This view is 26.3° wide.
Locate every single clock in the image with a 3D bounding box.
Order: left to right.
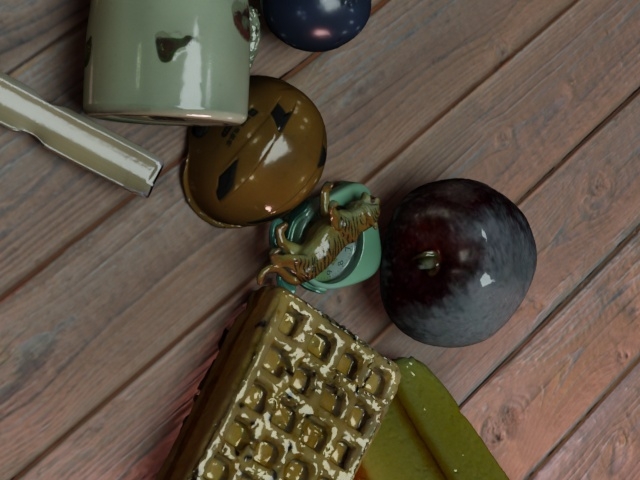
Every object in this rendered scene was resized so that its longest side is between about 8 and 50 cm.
[{"bbox_3d":[-0.013,-0.380,1.873,0.199,0.146,0.243,-9,96,-42],"label":"clock"},{"bbox_3d":[0.001,0.000,1.998,0.188,0.060,0.148,-19,110,-35],"label":"clock"}]

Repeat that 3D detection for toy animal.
[{"bbox_3d":[0.000,-0.003,1.915,0.241,0.056,0.099,-44,128,-26],"label":"toy animal"}]

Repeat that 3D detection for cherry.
[{"bbox_3d":[0.208,0.034,2.069,0.296,0.218,0.255,5,86,-51],"label":"cherry"}]

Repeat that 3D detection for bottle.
[{"bbox_3d":[-0.185,-0.321,1.693,0.229,0.229,0.352,2,93,-39],"label":"bottle"}]

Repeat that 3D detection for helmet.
[{"bbox_3d":[-0.075,-0.116,1.874,0.198,0.130,0.224,41,73,-33],"label":"helmet"}]

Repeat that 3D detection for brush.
[{"bbox_3d":[-0.342,-0.145,1.708,0.321,0.050,0.060,29,82,-31],"label":"brush"}]

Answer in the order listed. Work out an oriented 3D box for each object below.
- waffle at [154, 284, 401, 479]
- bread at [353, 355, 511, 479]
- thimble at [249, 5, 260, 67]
[{"bbox_3d":[-0.062,0.285,1.916,0.261,0.114,0.376,35,69,-25],"label":"waffle"},{"bbox_3d":[0.136,0.382,2.110,0.233,0.245,0.362,-17,65,-26],"label":"bread"},{"bbox_3d":[-0.127,-0.270,1.846,0.084,0.062,0.110,44,70,-38],"label":"thimble"}]
